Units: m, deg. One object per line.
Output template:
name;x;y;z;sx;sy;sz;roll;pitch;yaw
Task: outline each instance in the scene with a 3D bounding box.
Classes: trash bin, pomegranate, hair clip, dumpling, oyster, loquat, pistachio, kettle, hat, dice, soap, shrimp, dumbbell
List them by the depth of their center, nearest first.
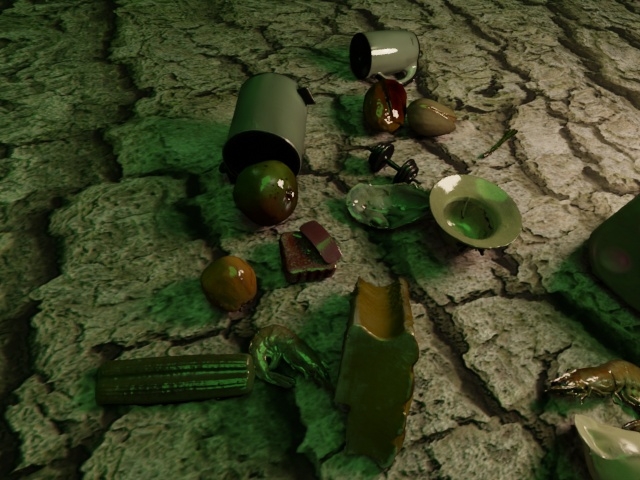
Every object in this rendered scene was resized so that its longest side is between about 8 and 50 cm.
dumpling;0.617;0.441;0.885;0.216;0.125;0.166;10;27;10
shrimp;-0.066;0.274;0.940;0.224;0.047;0.126;33;64;23
shrimp;0.651;0.365;0.975;0.297;0.058;0.168;-4;57;-16
soap;0.127;0.268;0.977;0.170;0.303;0.338;9;14;6
loquat;-0.214;0.103;1.006;0.138;0.113;0.137;-1;83;5
hair clip;0.000;-0.001;1.092;0.054;0.022;0.137;-28;63;-22
dice;0.939;0.001;1.109;0.323;0.330;0.318;-28;67;-25
pomegranate;-0.162;-0.129;1.154;0.210;0.179;0.180;12;47;38
hat;0.403;-0.048;1.185;0.258;0.130;0.257;4;55;-6
oyster;0.209;-0.107;1.227;0.252;0.087;0.199;-30;73;-18
trash bin;-0.152;-0.319;1.247;0.278;0.217;0.262;-15;50;23
dumbbell;0.222;-0.230;1.311;0.209;0.099;0.099;40;59;18
pistachio;0.372;-0.414;1.448;0.185;0.124;0.124;7;54;-6
kettle;0.258;-0.681;1.620;0.237;0.161;0.221;-17;86;-22

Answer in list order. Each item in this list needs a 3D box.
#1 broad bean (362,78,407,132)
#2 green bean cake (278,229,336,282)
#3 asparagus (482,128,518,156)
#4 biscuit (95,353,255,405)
broad bean;0.221;-0.453;1.459;0.156;0.122;0.228;32;57;-22
green bean cake;-0.034;0.039;1.107;0.136;0.056;0.135;-6;55;-13
asparagus;0.624;-0.337;1.492;0.233;0.022;0.023;-37;111;-31
biscuit;-0.299;0.289;0.896;0.323;0.038;0.099;-2;59;-5
